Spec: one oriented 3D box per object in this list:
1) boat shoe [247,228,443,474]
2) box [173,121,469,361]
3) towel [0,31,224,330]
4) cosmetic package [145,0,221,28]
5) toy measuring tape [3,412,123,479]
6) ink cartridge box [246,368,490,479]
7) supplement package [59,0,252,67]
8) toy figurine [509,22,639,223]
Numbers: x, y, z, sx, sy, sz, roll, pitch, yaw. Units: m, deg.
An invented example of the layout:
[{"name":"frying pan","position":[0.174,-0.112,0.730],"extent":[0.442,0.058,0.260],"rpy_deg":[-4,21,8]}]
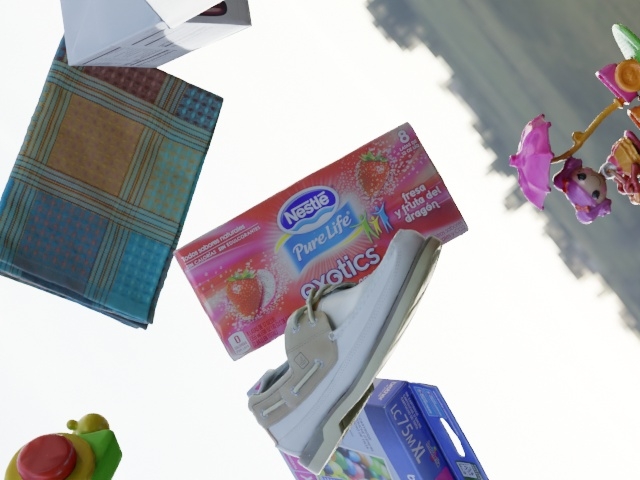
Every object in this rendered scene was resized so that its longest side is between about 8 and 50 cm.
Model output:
[{"name":"boat shoe","position":[0.015,0.097,1.595],"extent":[0.103,0.302,0.113],"rpy_deg":[32,-145,7]},{"name":"box","position":[0.000,0.000,1.888],"extent":[0.142,0.300,0.154],"rpy_deg":[61,180,-1]},{"name":"towel","position":[-0.308,-0.087,2.414],"extent":[0.271,0.370,0.040],"rpy_deg":[23,168,-24]},{"name":"cosmetic package","position":[-0.139,-0.266,1.458],"extent":[0.117,0.085,0.231],"rpy_deg":[61,180,4]},{"name":"toy measuring tape","position":[-0.325,0.324,1.899],"extent":[0.121,0.121,0.330],"rpy_deg":[44,-135,-22]},{"name":"ink cartridge box","position":[0.059,0.258,2.142],"extent":[0.065,0.311,0.185],"rpy_deg":[-46,-60,-36]},{"name":"supplement package","position":[-0.217,-0.366,2.080],"extent":[0.145,0.204,0.261],"rpy_deg":[-4,-98,-42]},{"name":"toy figurine","position":[0.254,-0.078,1.499],"extent":[0.173,0.159,0.130],"rpy_deg":[53,-175,-1]}]
